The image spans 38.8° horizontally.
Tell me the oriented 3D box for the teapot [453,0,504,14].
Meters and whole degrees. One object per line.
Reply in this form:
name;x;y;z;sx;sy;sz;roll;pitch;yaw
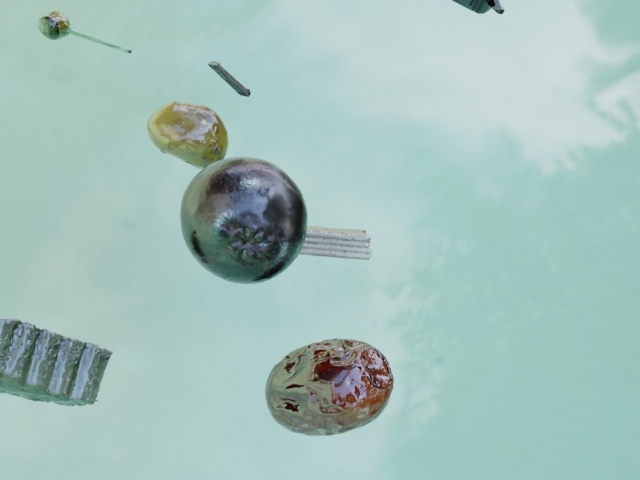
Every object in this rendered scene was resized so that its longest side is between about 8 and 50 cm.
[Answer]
teapot;0.279;-0.486;1.738;0.177;0.087;0.096;32;50;7

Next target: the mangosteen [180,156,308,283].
mangosteen;-0.130;-0.043;1.514;0.216;0.216;0.216;23;45;-25

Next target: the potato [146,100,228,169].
potato;-0.271;-0.223;1.894;0.176;0.137;0.137;22;46;-24

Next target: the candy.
candy;-0.453;-0.394;1.754;0.202;0.061;0.061;21;39;13

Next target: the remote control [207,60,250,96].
remote control;-0.158;-0.283;1.586;0.091;0.034;0.016;40;79;-39

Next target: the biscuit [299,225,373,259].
biscuit;0.000;0.000;2.054;0.238;0.062;0.108;5;8;-7

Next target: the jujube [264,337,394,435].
jujube;0.017;0.271;1.651;0.183;0.243;0.183;25;54;-39

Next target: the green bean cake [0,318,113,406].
green bean cake;-0.524;0.214;1.606;0.255;0.241;0.132;26;68;-35
